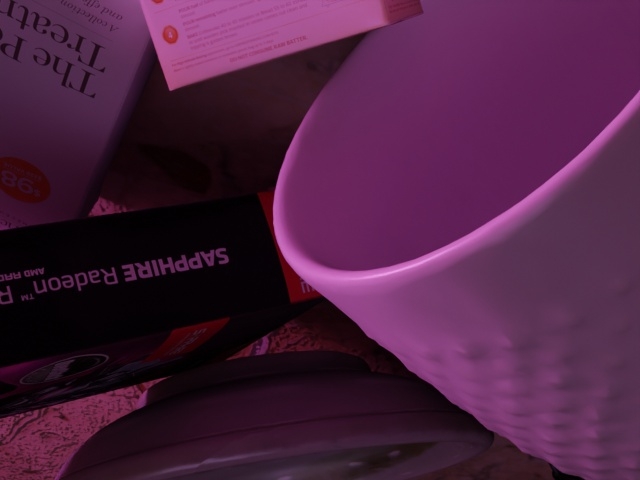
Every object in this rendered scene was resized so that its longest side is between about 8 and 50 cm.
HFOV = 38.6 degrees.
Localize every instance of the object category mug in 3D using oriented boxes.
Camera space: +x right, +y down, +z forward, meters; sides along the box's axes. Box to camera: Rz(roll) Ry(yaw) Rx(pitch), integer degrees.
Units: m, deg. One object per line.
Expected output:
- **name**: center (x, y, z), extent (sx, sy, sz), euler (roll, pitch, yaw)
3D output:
- **mug**: center (0.217, -0.029, 0.524), extent (0.374, 0.276, 0.328), euler (-45, 117, 9)

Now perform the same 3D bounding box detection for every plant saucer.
- **plant saucer**: center (-0.051, 0.175, 0.820), extent (0.401, 0.100, 0.400), euler (-9, 160, -3)

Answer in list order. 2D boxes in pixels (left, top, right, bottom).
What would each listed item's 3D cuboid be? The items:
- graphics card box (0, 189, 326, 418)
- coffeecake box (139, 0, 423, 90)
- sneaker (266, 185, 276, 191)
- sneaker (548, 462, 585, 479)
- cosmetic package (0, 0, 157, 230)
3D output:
- **graphics card box**: center (-0.202, 0.063, 0.644), extent (0.371, 0.094, 0.233), euler (-9, 166, -31)
- **coffeecake box**: center (-0.041, -0.194, 0.508), extent (0.142, 0.068, 0.185), euler (-11, 104, 26)
- **sneaker**: center (0.000, 0.000, 0.749), extent (0.057, 0.047, 0.119), euler (-17, 128, 16)
- **sneaker**: center (0.237, 0.168, 0.773), extent (0.109, 0.130, 0.286), euler (-25, 122, 32)
- **cosmetic package**: center (-0.307, -0.171, 0.641), extent (0.377, 0.097, 0.284), euler (27, 137, -9)
